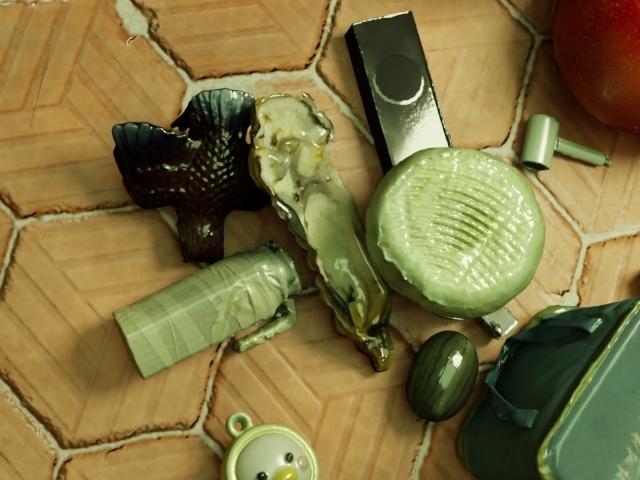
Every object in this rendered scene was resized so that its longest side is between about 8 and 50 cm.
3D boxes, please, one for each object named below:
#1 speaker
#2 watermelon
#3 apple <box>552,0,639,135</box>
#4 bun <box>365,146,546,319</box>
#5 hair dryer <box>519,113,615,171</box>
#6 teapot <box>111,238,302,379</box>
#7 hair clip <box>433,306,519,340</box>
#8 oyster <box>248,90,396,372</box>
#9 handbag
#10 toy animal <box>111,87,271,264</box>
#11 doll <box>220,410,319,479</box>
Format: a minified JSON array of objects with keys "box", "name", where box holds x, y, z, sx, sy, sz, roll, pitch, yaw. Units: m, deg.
[{"box":[0.098,-0.154,1.331,0.082,0.044,0.218,-14,85,-14],"name":"speaker"},{"box":[0.137,0.155,1.277,0.078,0.078,0.111,23,81,-8],"name":"watermelon"},{"box":[0.405,-0.241,1.314,0.260,0.216,0.260,0,79,-2],"name":"apple"},{"box":[0.144,-0.008,1.246,0.195,0.118,0.195,0,84,-4],"name":"bun"},{"box":[0.303,-0.105,1.378,0.124,0.038,0.063,17,80,-17],"name":"hair dryer"},{"box":[-0.114,0.085,1.236,0.200,0.077,0.107,-26,113,-14],"name":"teapot"},{"box":[0.163,0.041,1.317,0.116,0.049,0.172,-40,89,-19],"name":"hair clip"},{"box":[0.001,-0.002,1.242,0.129,0.078,0.345,-51,123,-51],"name":"oyster"},{"box":[0.304,0.194,1.222,0.222,0.241,0.263,40,79,-8],"name":"handbag"},{"box":[-0.120,-0.066,1.231,0.218,0.116,0.179,3,84,-28],"name":"toy animal"},{"box":[-0.013,0.309,1.202,0.141,0.117,0.296,-34,90,-18],"name":"doll"}]
